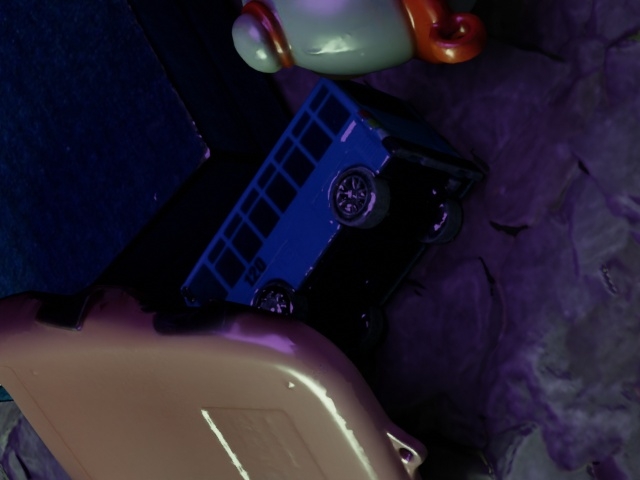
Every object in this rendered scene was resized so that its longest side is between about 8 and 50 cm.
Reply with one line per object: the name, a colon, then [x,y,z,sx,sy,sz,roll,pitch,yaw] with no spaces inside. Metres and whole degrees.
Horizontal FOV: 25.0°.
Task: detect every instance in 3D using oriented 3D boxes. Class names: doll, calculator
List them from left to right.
calculator: [-0.075,0.116,0.868,0.330,0.048,0.220,-2,127,40]
doll: [-0.002,-0.180,0.862,0.200,0.105,0.336,-33,42,-14]

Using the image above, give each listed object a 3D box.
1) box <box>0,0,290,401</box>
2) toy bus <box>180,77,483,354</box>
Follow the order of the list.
box: [-0.175,-0.069,1.018,0.279,0.116,0.261,-43,65,29]
toy bus: [0.000,0.000,0.880,0.184,0.090,0.106,-54,53,19]
